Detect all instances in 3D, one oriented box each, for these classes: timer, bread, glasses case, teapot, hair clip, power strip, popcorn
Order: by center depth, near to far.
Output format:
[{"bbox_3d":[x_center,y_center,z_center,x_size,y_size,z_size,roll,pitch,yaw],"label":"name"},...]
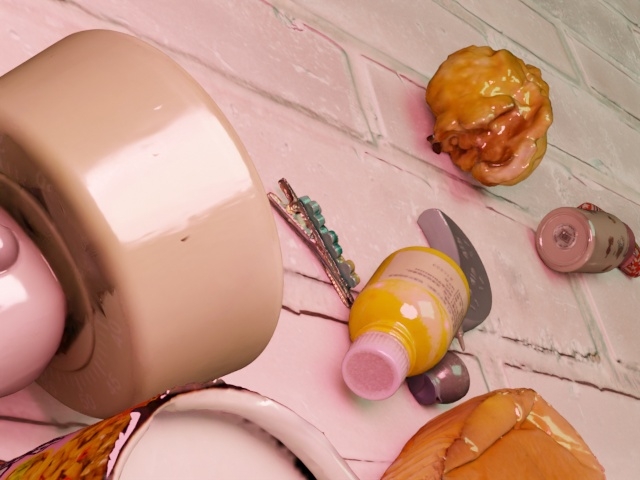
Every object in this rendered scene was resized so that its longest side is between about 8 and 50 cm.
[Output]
[{"bbox_3d":[-0.232,0.036,0.775,0.315,0.291,0.291,-32,88,-36],"label":"timer"},{"bbox_3d":[0.173,0.284,1.166,0.204,0.156,0.288,47,34,1],"label":"bread"},{"bbox_3d":[0.001,-0.001,1.289,0.173,0.049,0.049,56,31,-3],"label":"hair clip"},{"bbox_3d":[0.132,0.162,1.316,0.057,0.066,0.088,-21,56,-41],"label":"teapot"},{"bbox_3d":[0.177,0.061,1.479,0.137,0.044,0.216,41,34,-25],"label":"power strip"},{"bbox_3d":[0.268,-0.188,1.710,0.190,0.191,0.253,62,22,-50],"label":"popcorn"},{"bbox_3d":[0.549,-0.006,2.053,0.194,0.049,0.073,38,35,-27],"label":"glasses case"}]

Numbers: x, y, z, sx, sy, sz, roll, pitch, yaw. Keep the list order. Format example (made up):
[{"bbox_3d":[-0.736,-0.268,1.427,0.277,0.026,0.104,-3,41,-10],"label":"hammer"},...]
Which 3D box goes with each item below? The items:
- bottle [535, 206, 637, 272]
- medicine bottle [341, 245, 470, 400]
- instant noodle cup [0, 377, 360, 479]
[{"bbox_3d":[0.463,0.002,1.868,0.233,0.110,0.110,2,60,-53],"label":"bottle"},{"bbox_3d":[0.090,0.100,1.245,0.122,0.122,0.212,52,31,-7],"label":"medicine bottle"},{"bbox_3d":[-0.121,0.247,0.678,0.340,0.266,0.340,34,36,-30],"label":"instant noodle cup"}]
